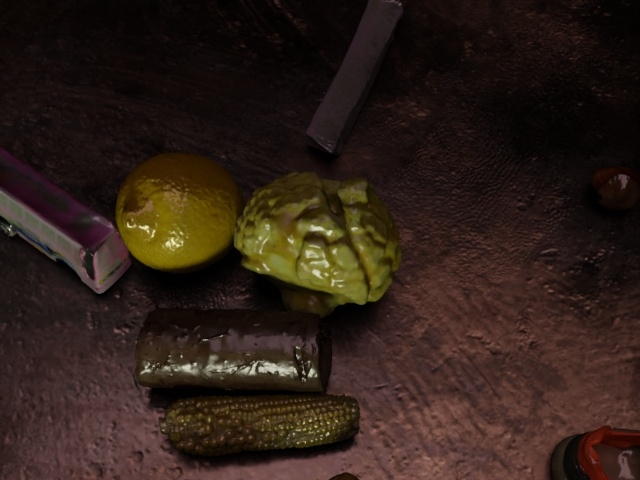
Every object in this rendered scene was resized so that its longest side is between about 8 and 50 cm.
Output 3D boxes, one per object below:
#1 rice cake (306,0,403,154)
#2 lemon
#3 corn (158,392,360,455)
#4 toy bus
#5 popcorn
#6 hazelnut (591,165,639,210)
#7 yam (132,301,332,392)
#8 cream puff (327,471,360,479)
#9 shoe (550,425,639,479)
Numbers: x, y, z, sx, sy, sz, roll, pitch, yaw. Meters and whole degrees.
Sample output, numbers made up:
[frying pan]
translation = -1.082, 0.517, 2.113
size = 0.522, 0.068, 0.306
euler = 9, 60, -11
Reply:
[rice cake]
translation = 0.063, -0.290, 1.742
size = 0.072, 0.056, 0.365
euler = 19, 64, 8
[lemon]
translation = -0.211, -0.043, 1.526
size = 0.187, 0.244, 0.187
euler = 2, 93, 33
[corn]
translation = -0.087, 0.263, 1.434
size = 0.288, 0.086, 0.086
euler = -2, 63, -5
[toy bus]
translation = -0.426, -0.033, 1.565
size = 0.274, 0.112, 0.090
euler = 32, 59, 14
[popcorn]
translation = 0.000, 0.000, 1.485
size = 0.256, 0.255, 0.195
euler = 14, 49, -7
[hazelnut]
translation = 0.490, -0.089, 1.647
size = 0.086, 0.086, 0.086
euler = 1, 63, -2
[yam]
translation = -0.126, 0.157, 1.449
size = 0.279, 0.131, 0.131
euler = 1, 62, 6
[cream puff]
translation = 0.048, 0.383, 1.364
size = 0.104, 0.119, 0.133
euler = -25, 93, -33
[shoe]
translation = 0.500, 0.326, 1.373
size = 0.336, 0.171, 0.132
euler = 14, 62, 6
